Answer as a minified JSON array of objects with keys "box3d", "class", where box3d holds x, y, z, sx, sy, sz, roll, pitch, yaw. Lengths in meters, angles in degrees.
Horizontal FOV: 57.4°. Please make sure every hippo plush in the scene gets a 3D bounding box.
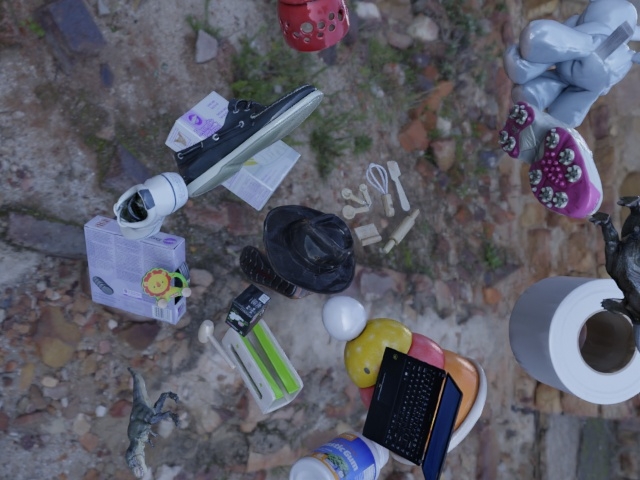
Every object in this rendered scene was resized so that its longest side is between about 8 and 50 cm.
[{"box3d":[0.513,-0.399,1.156,0.234,0.294,0.236,34,63,-9],"class":"hippo plush"}]

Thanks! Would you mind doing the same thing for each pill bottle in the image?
[{"box3d":[0.059,0.588,1.515,0.272,0.152,0.152,-10,95,-51],"class":"pill bottle"}]

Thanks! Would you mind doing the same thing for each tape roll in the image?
[{"box3d":[0.539,0.197,1.206,0.246,0.169,0.246,0,89,-8],"class":"tape roll"}]

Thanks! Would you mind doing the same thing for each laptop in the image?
[{"box3d":[0.196,0.394,1.311,0.136,0.264,0.234,11,96,-53],"class":"laptop"}]

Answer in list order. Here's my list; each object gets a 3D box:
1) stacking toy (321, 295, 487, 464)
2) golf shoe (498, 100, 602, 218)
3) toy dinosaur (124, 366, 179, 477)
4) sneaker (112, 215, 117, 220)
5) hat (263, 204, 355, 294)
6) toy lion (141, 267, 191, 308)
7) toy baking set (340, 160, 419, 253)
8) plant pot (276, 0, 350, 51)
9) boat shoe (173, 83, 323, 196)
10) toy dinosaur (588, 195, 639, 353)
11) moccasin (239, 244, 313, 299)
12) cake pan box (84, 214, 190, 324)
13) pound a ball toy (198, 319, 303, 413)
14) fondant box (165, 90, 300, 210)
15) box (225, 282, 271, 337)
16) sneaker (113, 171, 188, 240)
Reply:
[{"box3d":[0.176,0.334,1.586,0.480,0.350,0.350,43,50,-11],"class":"stacking toy"},{"box3d":[0.416,-0.138,0.991,0.140,0.115,0.306,12,36,-15],"class":"golf shoe"},{"box3d":[-0.380,0.388,1.322,0.064,0.118,0.268,94,-15,-46],"class":"toy dinosaur"},{"box3d":[-0.554,0.016,1.911,0.090,0.145,0.270,-57,140,-28],"class":"sneaker"},{"box3d":[0.000,0.000,1.712,0.331,0.134,0.331,19,53,-27],"class":"hat"},{"box3d":[-0.372,0.106,1.396,0.100,0.034,0.096,-25,103,-23],"class":"toy lion"},{"box3d":[0.161,-0.094,1.486,0.197,0.030,0.256,48,61,-2],"class":"toy baking set"},{"box3d":[-0.028,-0.628,1.556,0.174,0.191,0.191,68,36,-56],"class":"plant pot"},{"box3d":[-0.153,-0.219,1.140,0.113,0.340,0.127,58,25,2],"class":"boat shoe"},{"box3d":[0.497,0.014,0.888,0.313,0.121,0.160,-39,120,-36],"class":"toy dinosaur"},{"box3d":[-0.171,0.117,2.263,0.147,0.380,0.139,10,96,-51],"class":"moccasin"},{"box3d":[-0.472,0.079,1.514,0.070,0.267,0.245,-61,160,-54],"class":"cake pan box"},{"box3d":[-0.234,0.386,1.827,0.208,0.135,0.319,-13,56,-42],"class":"pound a ball toy"},{"box3d":[-0.249,-0.268,1.719,0.330,0.096,0.238,35,38,-5],"class":"fondant box"},{"box3d":[-0.143,0.138,1.153,0.052,0.083,0.062,38,47,9],"class":"box"},{"box3d":[-0.338,-0.058,1.077,0.091,0.258,0.094,-21,85,-39],"class":"sneaker"}]
